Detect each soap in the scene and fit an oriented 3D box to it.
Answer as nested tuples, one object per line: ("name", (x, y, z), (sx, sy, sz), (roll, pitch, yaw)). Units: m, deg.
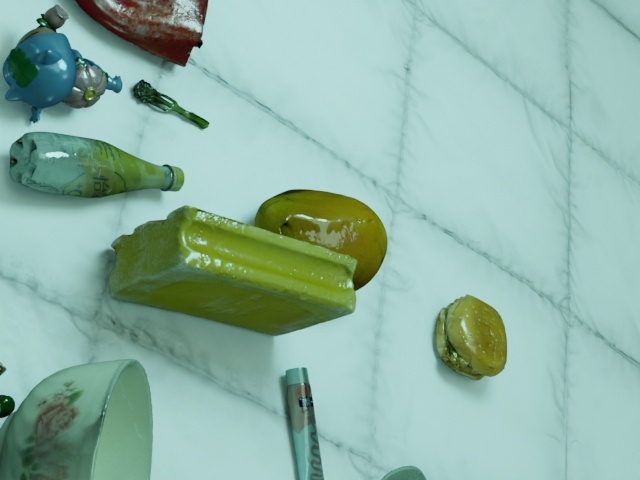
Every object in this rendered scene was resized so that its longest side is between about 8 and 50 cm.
("soap", (-0.121, 0.052, 1.666), (0.315, 0.199, 0.091), (17, 62, -40))

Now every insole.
("insole", (0.102, 0.416, 1.842), (0.232, 0.003, 0.080), (-30, 91, -49))

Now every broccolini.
("broccolini", (-0.229, -0.209, 1.826), (0.140, 0.030, 0.035), (26, 17, -40))

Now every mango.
("mango", (0.000, 0.000, 1.862), (0.236, 0.136, 0.166), (20, 59, -31))

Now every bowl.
("bowl", (-0.291, 0.268, 1.371), (0.277, 0.145, 0.277), (3, 90, -83))

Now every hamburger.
("hamburger", (0.265, 0.171, 2.080), (0.138, 0.083, 0.147), (26, 49, -29))

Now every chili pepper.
("chili pepper", (-0.288, -0.363, 1.797), (0.253, 0.136, 0.144), (12, 106, -30))

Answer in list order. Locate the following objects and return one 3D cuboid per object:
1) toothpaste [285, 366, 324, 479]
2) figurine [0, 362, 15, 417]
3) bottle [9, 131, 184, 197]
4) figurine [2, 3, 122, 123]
("toothpaste", (-0.022, 0.292, 1.761), (0.056, 0.036, 0.205), (6, 69, -46))
("figurine", (-0.420, 0.178, 1.369), (0.147, 0.093, 0.197), (16, 57, -47))
("bottle", (-0.301, -0.097, 1.647), (0.270, 0.083, 0.083), (7, 65, -47))
("figurine", (-0.367, -0.244, 1.649), (0.178, 0.114, 0.144), (11, 54, -55))
